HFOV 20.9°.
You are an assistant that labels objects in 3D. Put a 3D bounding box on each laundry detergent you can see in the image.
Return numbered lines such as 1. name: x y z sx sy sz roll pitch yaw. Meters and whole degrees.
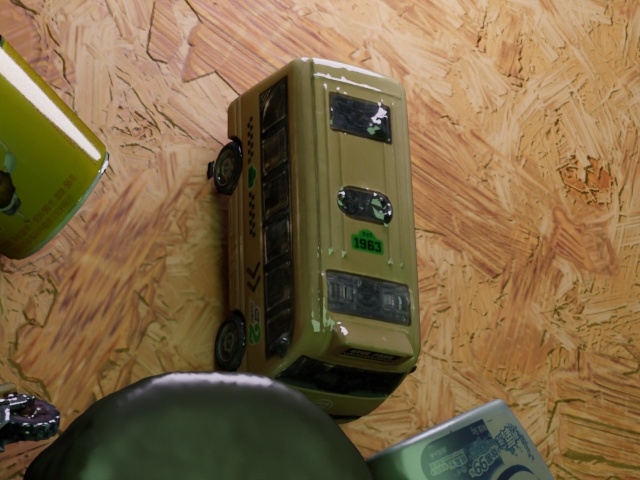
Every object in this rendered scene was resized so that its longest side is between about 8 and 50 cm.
1. laundry detergent: 0.179 0.330 1.873 0.215 0.105 0.281 -18 81 -38

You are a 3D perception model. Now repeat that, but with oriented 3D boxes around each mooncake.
1. mooncake: -0.120 0.301 1.638 0.356 0.194 0.356 13 62 -24

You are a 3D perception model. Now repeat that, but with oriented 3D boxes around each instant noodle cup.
1. instant noodle cup: -0.342 -0.107 1.691 0.236 0.215 0.215 42 52 -21

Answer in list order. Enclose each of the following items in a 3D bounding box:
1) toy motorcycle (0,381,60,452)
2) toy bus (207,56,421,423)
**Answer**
1. toy motorcycle: -0.354 0.165 1.602 0.229 0.129 0.094 -11 116 -51
2. toy bus: 0.000 0.000 1.846 0.177 0.202 0.365 11 64 -30
